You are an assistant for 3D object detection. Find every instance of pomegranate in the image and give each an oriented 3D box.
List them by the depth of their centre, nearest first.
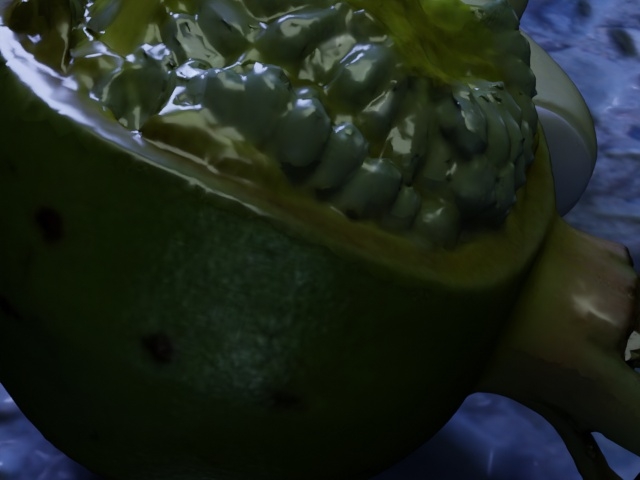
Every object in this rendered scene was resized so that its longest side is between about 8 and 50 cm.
[{"bbox_3d":[0.000,0.000,0.557,0.341,0.260,0.260,32,39,3],"label":"pomegranate"}]

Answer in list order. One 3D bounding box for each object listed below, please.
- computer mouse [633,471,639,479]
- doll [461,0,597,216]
[{"bbox_3d":[0.201,0.152,0.519,0.147,0.077,0.241,-3,37,-18],"label":"computer mouse"},{"bbox_3d":[0.076,-0.093,0.773,0.141,0.117,0.296,0,47,-2],"label":"doll"}]
